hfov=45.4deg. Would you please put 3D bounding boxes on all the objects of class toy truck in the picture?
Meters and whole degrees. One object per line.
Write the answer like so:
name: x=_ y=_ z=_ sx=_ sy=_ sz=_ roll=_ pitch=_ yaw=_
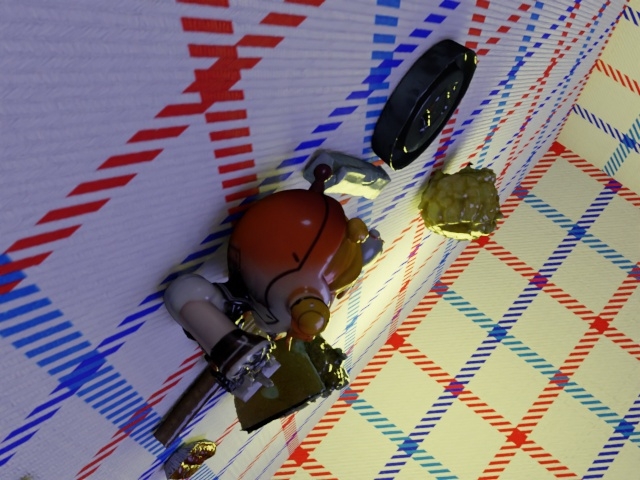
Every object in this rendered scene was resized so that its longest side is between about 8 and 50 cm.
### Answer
toy truck: x=-0.138 y=0.214 z=1.429 sx=0.136 sy=0.111 sz=0.286 roll=-44 pitch=150 yaw=-21

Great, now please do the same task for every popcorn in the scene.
popcorn: x=0.389 y=-0.111 z=2.120 sx=0.249 sy=0.249 sz=0.225 roll=4 pitch=93 yaw=-71

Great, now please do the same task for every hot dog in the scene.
hot dog: x=-0.298 y=0.511 z=1.790 sx=0.099 sy=0.053 sz=0.192 roll=-50 pitch=162 yaw=5

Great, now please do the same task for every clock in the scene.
clock: x=0.204 y=-0.266 z=1.504 sx=0.280 sy=0.055 sz=0.280 roll=-47 pitch=163 yaw=-19

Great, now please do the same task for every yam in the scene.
yam: x=-0.232 y=0.296 z=1.518 sx=0.264 sy=0.046 sz=0.046 roll=-50 pitch=164 yaw=-9

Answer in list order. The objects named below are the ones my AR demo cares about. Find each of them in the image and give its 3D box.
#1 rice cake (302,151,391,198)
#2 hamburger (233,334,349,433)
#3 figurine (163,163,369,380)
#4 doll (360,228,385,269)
rice cake: x=0.059 y=-0.117 z=1.410 sx=0.066 sy=0.063 sz=0.336 roll=-46 pitch=168 yaw=16
hamburger: x=-0.076 y=0.312 z=1.775 sx=0.288 sy=0.192 sz=0.167 roll=-27 pitch=158 yaw=3
figurine: x=-0.070 y=0.045 z=1.154 sx=0.323 sy=0.196 sz=0.320 roll=-39 pitch=-156 yaw=-16
doll: x=0.077 y=0.034 z=1.773 sx=0.245 sy=0.076 sz=0.142 roll=-27 pitch=152 yaw=-49
